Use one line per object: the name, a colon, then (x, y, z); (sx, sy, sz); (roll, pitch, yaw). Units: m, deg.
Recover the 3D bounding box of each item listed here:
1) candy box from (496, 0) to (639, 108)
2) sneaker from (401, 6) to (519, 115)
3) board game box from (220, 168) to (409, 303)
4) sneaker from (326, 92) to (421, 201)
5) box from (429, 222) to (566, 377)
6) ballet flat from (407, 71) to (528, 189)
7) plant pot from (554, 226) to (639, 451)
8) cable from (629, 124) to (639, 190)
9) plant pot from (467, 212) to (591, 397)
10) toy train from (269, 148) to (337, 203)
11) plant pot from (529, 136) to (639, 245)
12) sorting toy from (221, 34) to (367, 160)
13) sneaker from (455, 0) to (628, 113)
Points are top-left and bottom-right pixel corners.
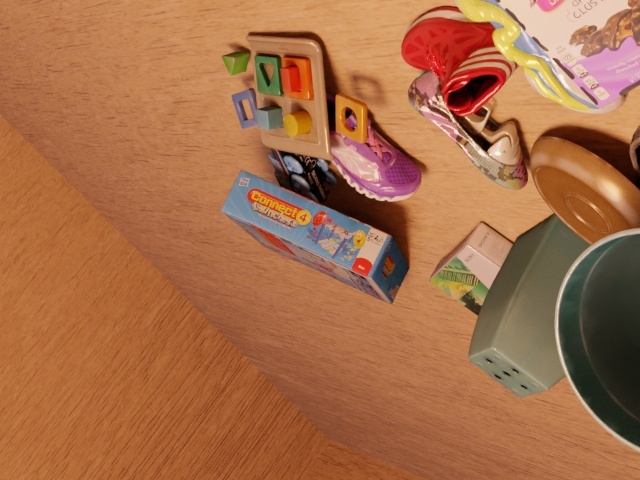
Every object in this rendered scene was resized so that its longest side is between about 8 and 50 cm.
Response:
candy box: (0.282, -0.251, 0.993); (0.196, 0.070, 0.165); (41, 136, -15)
sneaker: (0.156, -0.221, 1.252); (0.087, 0.128, 0.221); (47, 156, -25)
board game box: (0.000, 0.000, 1.887); (0.302, 0.086, 0.308); (25, 174, 14)
sneaker: (0.062, -0.155, 1.612); (0.236, 0.095, 0.104); (35, 152, 6)
box: (0.361, 0.113, 1.755); (0.322, 0.058, 0.232); (36, 159, 3)
ballet flat: (0.220, -0.156, 1.391); (0.221, 0.077, 0.079); (40, 140, -10)
plant pot: (0.464, 0.091, 1.189); (0.272, 0.255, 0.271); (18, 116, 43)
cable: (0.413, -0.059, 1.273); (0.139, 0.072, 0.287); (35, 160, 1)
plant pot: (0.339, 0.110, 1.530); (0.166, 0.234, 0.165); (38, 160, -1)
toy train: (-0.041, -0.136, 1.828); (0.105, 0.080, 0.184); (29, 159, 34)
plant pot: (0.368, -0.045, 1.354); (0.236, 0.032, 0.236); (43, 171, 8)
sorting toy: (-0.057, -0.223, 1.585); (0.348, 0.047, 0.196); (17, 123, 49)
sneaker: (0.256, -0.239, 1.110); (0.240, 0.091, 0.126); (37, 159, 1)
